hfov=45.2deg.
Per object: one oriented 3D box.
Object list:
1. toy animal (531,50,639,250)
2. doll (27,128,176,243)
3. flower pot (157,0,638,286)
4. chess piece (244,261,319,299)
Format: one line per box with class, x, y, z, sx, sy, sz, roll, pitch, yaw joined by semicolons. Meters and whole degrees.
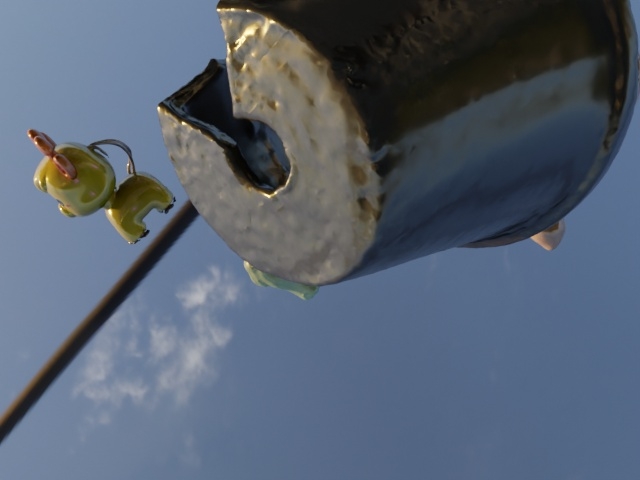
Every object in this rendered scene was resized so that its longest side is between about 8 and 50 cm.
toy animal;0.251;-0.136;0.833;0.166;0.154;0.250;32;-99;-21
doll;-0.332;-0.090;1.128;0.135;0.221;0.143;-50;-144;0
flower pot;0.039;-0.107;0.632;0.379;0.379;0.251;31;-136;23
chess piece;0.000;0.000;1.456;0.298;0.176;0.176;-34;-119;-1
